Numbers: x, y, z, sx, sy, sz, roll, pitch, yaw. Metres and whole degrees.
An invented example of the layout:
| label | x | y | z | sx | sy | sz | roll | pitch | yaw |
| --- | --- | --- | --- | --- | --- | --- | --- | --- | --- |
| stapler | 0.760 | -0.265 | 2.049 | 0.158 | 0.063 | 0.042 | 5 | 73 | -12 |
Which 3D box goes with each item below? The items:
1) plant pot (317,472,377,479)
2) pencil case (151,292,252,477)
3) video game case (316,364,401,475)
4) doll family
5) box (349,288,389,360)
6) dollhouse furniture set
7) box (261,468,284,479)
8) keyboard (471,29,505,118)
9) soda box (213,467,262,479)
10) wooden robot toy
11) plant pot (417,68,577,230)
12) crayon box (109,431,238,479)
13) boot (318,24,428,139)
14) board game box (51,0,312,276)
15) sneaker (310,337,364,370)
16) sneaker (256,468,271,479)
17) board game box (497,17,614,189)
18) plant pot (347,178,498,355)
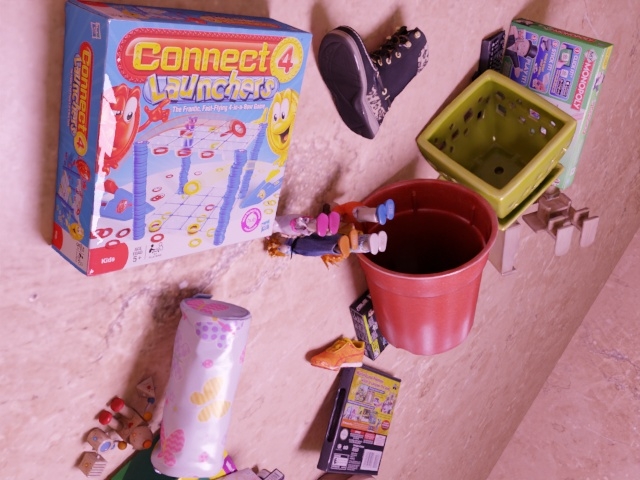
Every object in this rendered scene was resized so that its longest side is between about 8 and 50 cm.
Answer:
| label | x | y | z | sx | sy | sz | roll | pitch | yaw |
| --- | --- | --- | --- | --- | --- | --- | --- | --- | --- |
| plant pot | 0.033 | 0.677 | 1.718 | 0.237 | 0.109 | 0.237 | -32 | 137 | -35 |
| pencil case | -0.184 | 0.225 | 1.040 | 0.113 | 0.124 | 0.273 | 9 | 97 | -27 |
| video game case | 0.100 | 0.432 | 1.614 | 0.275 | 0.035 | 0.248 | 33 | 70 | -55 |
| doll family | 0.000 | 0.000 | 1.122 | 0.263 | 0.163 | 0.119 | -11 | 99 | -51 |
| box | 0.153 | 0.155 | 1.531 | 0.184 | 0.045 | 0.191 | -42 | 142 | -21 |
| dollhouse furniture set | 0.565 | -0.029 | 1.777 | 0.242 | 0.212 | 0.161 | -16 | 131 | -11 |
| box | -0.121 | 0.531 | 1.291 | 0.116 | 0.029 | 0.162 | -28 | 137 | -43 |
| keyboard | 0.353 | -0.343 | 1.423 | 0.108 | 0.023 | 0.180 | -34 | 138 | -32 |
| soda box | -0.173 | 0.444 | 1.129 | 0.183 | 0.063 | 0.058 | 1 | 113 | -52 |
| wooden robot toy | -0.297 | 0.298 | 1.034 | 0.173 | 0.079 | 0.076 | -50 | 145 | -14 |
| plant pot | 0.363 | -0.171 | 1.383 | 0.228 | 0.227 | 0.207 | -45 | 150 | -6 |
| crayon box | -0.278 | 0.524 | 1.207 | 0.313 | 0.106 | 0.363 | -41 | 142 | -24 |
| boot | 0.090 | -0.293 | 1.073 | 0.179 | 0.085 | 0.236 | -52 | 152 | -14 |
| board game box | -0.171 | -0.132 | 0.859 | 0.308 | 0.086 | 0.302 | -15 | 127 | -46 |
| sneaker | 0.034 | 0.243 | 1.446 | 0.175 | 0.064 | 0.068 | 2 | 94 | -58 |
| sneaker | -0.153 | 0.628 | 1.453 | 0.153 | 0.099 | 0.282 | -29 | 139 | -40 |
| board game box | 0.480 | -0.293 | 1.453 | 0.046 | 0.213 | 0.317 | -28 | 136 | -38 |
| plant pot | 0.201 | 0.065 | 1.312 | 0.272 | 0.272 | 0.265 | -39 | 140 | -27 |
